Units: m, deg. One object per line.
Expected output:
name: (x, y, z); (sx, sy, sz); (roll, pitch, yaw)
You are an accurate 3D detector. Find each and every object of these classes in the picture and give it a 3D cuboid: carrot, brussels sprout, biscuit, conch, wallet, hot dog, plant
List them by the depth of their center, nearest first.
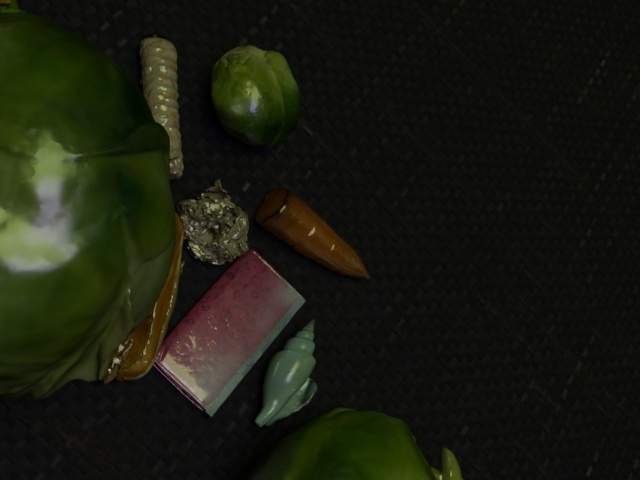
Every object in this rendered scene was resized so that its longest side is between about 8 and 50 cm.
brussels sprout: (-0.320, -0.052, 1.075); (0.342, 0.361, 0.425); (12, 48, -37)
brussels sprout: (0.050, 0.414, 1.244); (0.371, 0.276, 0.315); (53, 44, -13)
hot dog: (-0.247, 0.066, 1.302); (0.109, 0.072, 0.269); (24, 65, -23)
wallet: (-0.129, 0.126, 1.373); (0.119, 0.025, 0.232); (46, 58, -9)
conch: (-0.044, 0.192, 1.386); (0.065, 0.088, 0.180); (17, 66, 24)
plant: (-0.152, -0.032, 1.398); (0.122, 0.104, 0.116); (-85, 161, -54)
biscuit: (-0.230, -0.196, 1.405); (0.061, 0.055, 0.219); (9, 70, -38)
brussels sprout: (-0.102, -0.211, 1.446); (0.155, 0.117, 0.155); (24, 43, -24)
carrot: (0.000, 0.000, 1.465); (0.205, 0.072, 0.072); (35, 60, -21)

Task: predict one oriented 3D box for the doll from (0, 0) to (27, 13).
doll: (-0.420, -0.269, 1.292); (0.186, 0.106, 0.134); (48, 52, -7)
